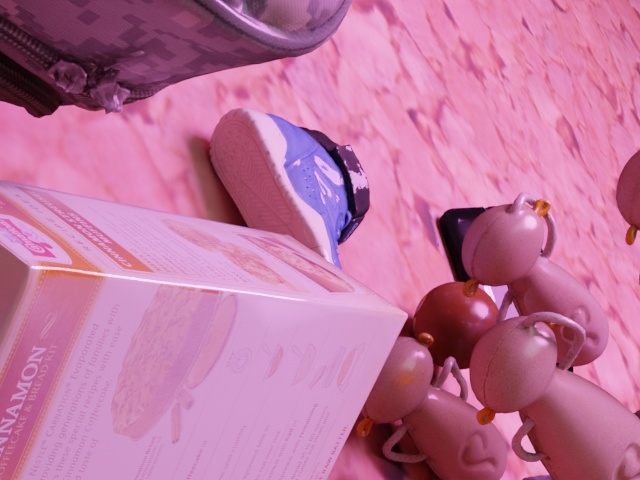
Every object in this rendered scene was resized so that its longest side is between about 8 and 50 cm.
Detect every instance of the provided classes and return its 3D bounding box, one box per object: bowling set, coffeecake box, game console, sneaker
[{"bbox_3d":[0.085,0.065,0.700,0.200,0.287,0.154,26,-14,49],"label":"bowling set"},{"bbox_3d":[-0.072,0.064,0.426,0.068,0.142,0.185,32,12,33],"label":"coffeecake box"},{"bbox_3d":[0.133,0.043,0.928,0.107,0.071,0.122,-4,62,-27],"label":"game console"},{"bbox_3d":[0.001,-0.001,0.701,0.084,0.058,0.152,6,52,-47],"label":"sneaker"}]

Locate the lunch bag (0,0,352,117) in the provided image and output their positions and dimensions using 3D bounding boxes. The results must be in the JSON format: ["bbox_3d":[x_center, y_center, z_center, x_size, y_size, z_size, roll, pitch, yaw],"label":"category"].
[{"bbox_3d":[-0.144,-0.177,0.431,0.305,0.256,0.213,31,67,-39],"label":"lunch bag"}]

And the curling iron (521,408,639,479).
[{"bbox_3d":[0.189,0.159,0.885,0.274,0.035,0.068,3,57,-58],"label":"curling iron"}]
